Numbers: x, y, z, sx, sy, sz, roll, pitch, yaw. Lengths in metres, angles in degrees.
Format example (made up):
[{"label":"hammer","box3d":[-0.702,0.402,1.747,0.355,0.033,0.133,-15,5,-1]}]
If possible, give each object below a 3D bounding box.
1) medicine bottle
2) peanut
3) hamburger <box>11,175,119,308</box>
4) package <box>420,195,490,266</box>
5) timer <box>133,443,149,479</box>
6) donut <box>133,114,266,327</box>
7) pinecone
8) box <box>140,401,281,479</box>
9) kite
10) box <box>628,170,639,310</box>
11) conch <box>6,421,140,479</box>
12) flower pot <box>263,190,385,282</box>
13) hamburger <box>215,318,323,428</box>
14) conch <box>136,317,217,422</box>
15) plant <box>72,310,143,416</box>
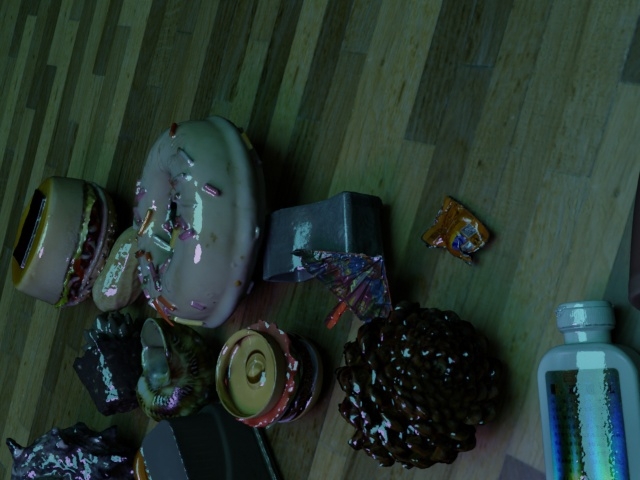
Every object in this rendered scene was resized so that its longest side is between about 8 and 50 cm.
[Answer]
[{"label":"medicine bottle","box3d":[0.320,0.187,0.899,0.121,0.083,0.229,-12,76,40]},{"label":"peanut","box3d":[-0.392,0.053,1.574,0.214,0.098,0.090,-63,4,9]},{"label":"hamburger","box3d":[-0.551,0.006,1.667,0.300,0.176,0.301,-29,54,48]},{"label":"package","box3d":[0.191,-0.010,1.088,0.110,0.033,0.077,43,122,43]},{"label":"timer","box3d":[-0.295,0.419,1.424,0.152,0.131,0.132,-32,60,58]},{"label":"donut","box3d":[-0.226,-0.036,1.343,0.382,0.142,0.383,-10,79,60]},{"label":"pinecone","box3d":[0.115,0.196,1.008,0.221,0.221,0.222,-9,77,42]},{"label":"box","box3d":[-0.173,0.392,1.258,0.138,0.178,0.274,-46,56,27]},{"label":"kite","box3d":[0.051,0.083,1.122,0.232,0.009,0.189,43,135,6]},{"label":"box","box3d":[0.440,-0.036,0.708,0.300,0.301,0.216,-9,69,42]},{"label":"conch","box3d":[-0.494,0.480,1.495,0.312,0.186,0.241,-25,62,-2]},{"label":"flower pot","box3d":[0.000,0.000,1.216,0.229,0.103,0.108,-12,74,42]},{"label":"hamburger","box3d":[-0.070,0.214,1.220,0.175,0.136,0.175,-14,70,45]},{"label":"conch","box3d":[-0.268,0.239,1.406,0.181,0.124,0.187,-42,67,37]},{"label":"plant","box3d":[-0.416,0.245,1.541,0.132,0.129,0.195,-38,62,32]}]
